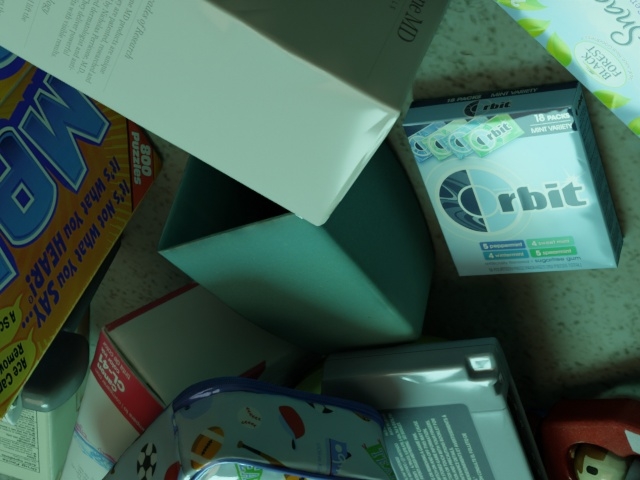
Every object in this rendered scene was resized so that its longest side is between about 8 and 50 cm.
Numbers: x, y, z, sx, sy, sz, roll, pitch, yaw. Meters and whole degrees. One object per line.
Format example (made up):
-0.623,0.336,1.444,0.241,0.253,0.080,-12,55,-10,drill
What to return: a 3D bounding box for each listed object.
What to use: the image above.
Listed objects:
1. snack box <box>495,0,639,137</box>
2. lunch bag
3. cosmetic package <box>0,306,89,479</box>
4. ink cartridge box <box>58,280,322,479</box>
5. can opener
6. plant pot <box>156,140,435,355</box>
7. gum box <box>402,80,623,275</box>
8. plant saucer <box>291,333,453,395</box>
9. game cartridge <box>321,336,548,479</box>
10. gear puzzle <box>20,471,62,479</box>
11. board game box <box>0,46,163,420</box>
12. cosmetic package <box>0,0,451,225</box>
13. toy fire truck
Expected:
0.266,-0.184,1.007,0.207,0.070,0.174,41,133,-15,snack box
-0.081,0.256,1.246,0.243,0.115,0.303,14,134,-34,lunch bag
-0.360,0.139,1.538,0.153,0.129,0.296,17,135,5,cosmetic package
-0.138,0.177,1.396,0.131,0.226,0.306,47,140,18,ink cartridge box
-0.255,0.074,1.323,0.093,0.280,0.074,9,134,6,can opener
0.000,0.000,1.232,0.165,0.165,0.234,-15,133,33,plant pot
0.177,-0.051,1.190,0.157,0.041,0.184,-4,129,26,gum box
0.074,0.165,1.389,0.241,0.037,0.241,-5,143,-4,plant saucer
0.116,0.218,1.311,0.198,0.062,0.297,-5,129,24,game cartridge
-0.240,0.332,1.737,0.339,0.044,0.175,1,130,19,gear puzzle
-0.439,-0.060,1.218,0.356,0.356,0.356,-12,125,32,board game box
-0.102,-0.207,1.041,0.385,0.217,0.156,27,136,-5,cosmetic package
0.317,0.282,1.376,0.254,0.169,0.302,17,138,35,toy fire truck
